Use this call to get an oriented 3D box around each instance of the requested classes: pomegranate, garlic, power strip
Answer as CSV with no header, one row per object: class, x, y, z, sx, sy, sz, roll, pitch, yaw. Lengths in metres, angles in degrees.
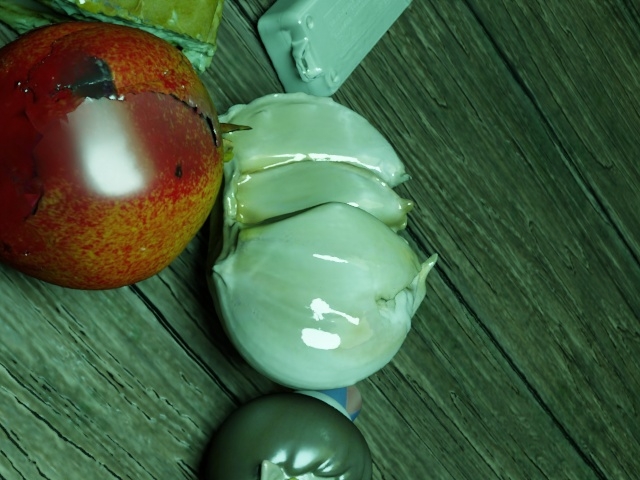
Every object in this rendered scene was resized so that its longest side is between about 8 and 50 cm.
pomegranate,-0.167,-0.063,0.954,0.235,0.210,0.210,-1,82,-48
garlic,-0.001,0.016,1.102,0.203,0.185,0.281,0,40,-9
power strip,0.043,-0.266,1.312,0.338,0.058,0.098,-52,127,-39

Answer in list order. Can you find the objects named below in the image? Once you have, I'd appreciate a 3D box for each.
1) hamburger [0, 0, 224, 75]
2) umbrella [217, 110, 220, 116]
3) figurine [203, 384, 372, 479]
hamburger,-0.193,-0.262,1.022,0.308,0.132,0.211,17,72,-41
umbrella,-0.090,-0.100,1.170,0.165,0.025,0.027,35,36,-38
figurine,-0.025,0.230,1.065,0.158,0.161,0.276,11,62,-5
